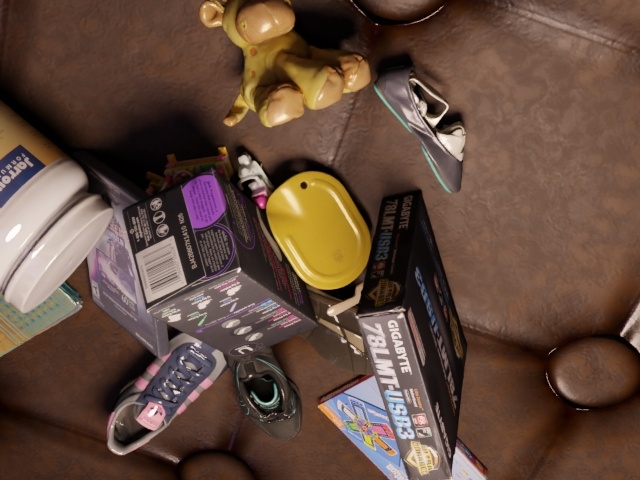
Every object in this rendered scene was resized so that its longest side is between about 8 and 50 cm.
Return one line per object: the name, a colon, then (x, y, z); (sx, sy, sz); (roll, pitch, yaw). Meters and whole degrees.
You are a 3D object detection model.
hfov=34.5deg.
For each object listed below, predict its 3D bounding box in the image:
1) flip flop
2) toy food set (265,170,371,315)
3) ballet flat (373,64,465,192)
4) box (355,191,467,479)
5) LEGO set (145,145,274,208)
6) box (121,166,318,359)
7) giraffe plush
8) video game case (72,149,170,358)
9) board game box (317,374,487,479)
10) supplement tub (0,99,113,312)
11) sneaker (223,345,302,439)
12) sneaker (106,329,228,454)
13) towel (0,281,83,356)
flip flop: (-0.003, 0.112, 1.593); (0.277, 0.080, 0.112); (23, 122, 15)
toy food set: (0.000, 0.000, 1.508); (0.128, 0.071, 0.218); (-34, 106, -15)
ballet flat: (0.152, -0.154, 1.394); (0.074, 0.074, 0.203); (-28, 111, 25)
box: (0.135, 0.130, 1.442); (0.073, 0.293, 0.296); (-10, 119, 16)
LEGO set: (-0.214, -0.041, 1.511); (0.287, 0.107, 0.132); (-29, 113, 25)
box: (-0.133, 0.040, 1.428); (0.143, 0.165, 0.270); (-24, 153, 13)
giraffe plush: (-0.059, -0.256, 1.336); (0.210, 0.181, 0.170); (3, 118, 50)
video game case: (-0.299, 0.021, 1.547); (0.196, 0.026, 0.274); (32, 135, 40)
board game box: (0.139, 0.332, 1.729); (0.145, 0.027, 0.281); (-33, 111, 25)
supplement tub: (-0.471, -0.071, 1.440); (0.316, 0.228, 0.228); (39, 121, 0)
sneaker: (-0.090, 0.250, 1.646); (0.101, 0.106, 0.267); (-23, 132, 0)
sneaker: (-0.240, 0.241, 1.681); (0.112, 0.131, 0.319); (35, 121, -12)
towel: (-0.604, 0.087, 1.711); (0.370, 0.040, 0.271); (-30, 111, 28)
